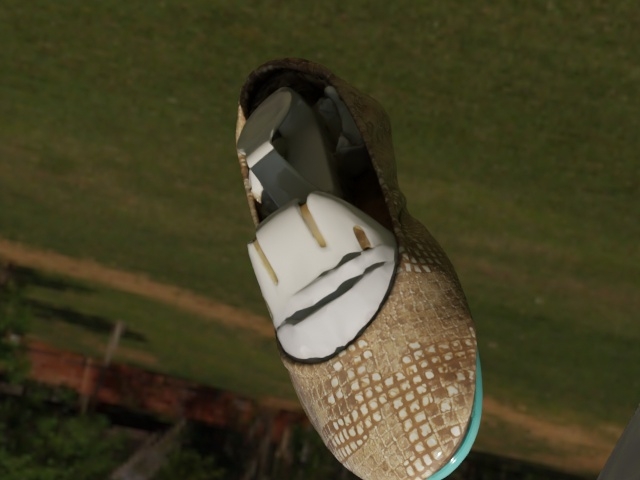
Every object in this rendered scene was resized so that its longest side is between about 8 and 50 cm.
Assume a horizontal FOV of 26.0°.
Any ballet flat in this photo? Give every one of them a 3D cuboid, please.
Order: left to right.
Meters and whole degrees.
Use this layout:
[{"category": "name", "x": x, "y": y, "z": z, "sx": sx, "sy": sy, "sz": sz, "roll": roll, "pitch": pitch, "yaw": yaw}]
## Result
[{"category": "ballet flat", "x": 0.000, "y": 0.000, "z": 0.481, "sx": 0.067, "sy": 0.073, "sz": 0.206, "roll": 40, "pitch": -163, "yaw": -31}]

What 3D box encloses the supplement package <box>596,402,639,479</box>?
[{"category": "supplement package", "x": 0.219, "y": 0.087, "z": 0.360, "sx": 0.194, "sy": 0.149, "sz": 0.203, "roll": -19, "pitch": 112, "yaw": 47}]
